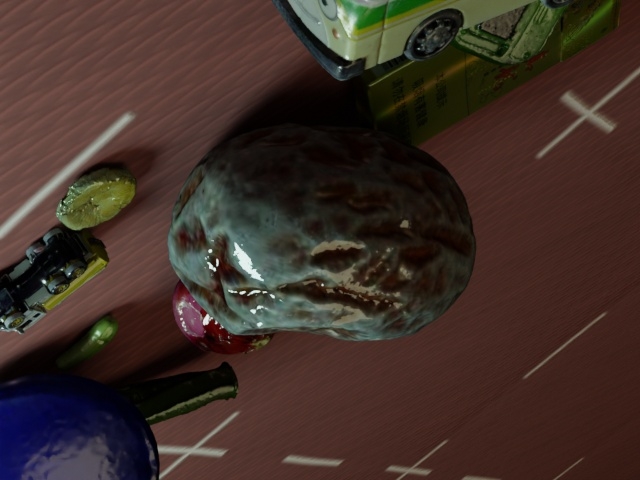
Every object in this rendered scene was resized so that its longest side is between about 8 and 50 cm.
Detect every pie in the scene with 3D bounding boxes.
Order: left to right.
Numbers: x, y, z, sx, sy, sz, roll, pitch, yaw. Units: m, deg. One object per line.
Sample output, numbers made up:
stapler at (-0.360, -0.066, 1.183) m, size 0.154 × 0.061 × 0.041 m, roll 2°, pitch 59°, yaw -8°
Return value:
pie at (-0.213, -0.040, 1.578) m, size 0.084 × 0.020 × 0.084 m, roll -26°, pitch 155°, yaw -13°

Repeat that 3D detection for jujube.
jujube at (-0.002, -0.009, 1.656) m, size 0.247 × 0.215 × 0.308 m, roll -1°, pitch 176°, yaw 40°

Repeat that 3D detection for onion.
onion at (-0.094, 0.063, 1.800) m, size 0.131 × 0.131 × 0.131 m, roll -27°, pitch 155°, yaw -14°

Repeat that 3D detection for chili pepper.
chili pepper at (-0.267, 0.219, 1.931) m, size 0.359 × 0.076 × 0.085 m, roll -20°, pitch -171°, yaw -15°

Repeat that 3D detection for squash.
squash at (-0.253, 0.114, 1.808) m, size 0.089 × 0.027 × 0.027 m, roll -41°, pitch 155°, yaw 19°

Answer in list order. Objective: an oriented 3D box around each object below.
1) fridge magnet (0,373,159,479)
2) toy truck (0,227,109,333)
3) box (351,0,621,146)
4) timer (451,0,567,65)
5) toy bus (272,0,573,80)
fridge magnet at (-0.307, 0.256, 1.815) m, size 0.266 × 0.112 × 0.265 m, roll -8°, pitch 121°, yaw -14°
toy truck at (-0.266, 0.039, 1.619) m, size 0.123 × 0.052 × 0.063 m, roll -38°, pitch 162°, yaw 6°
box at (0.178, -0.205, 1.726) m, size 0.311 × 0.043 × 0.173 m, roll -30°, pitch 155°, yaw -8°
timer at (0.181, -0.238, 1.604) m, size 0.128 × 0.047 × 0.140 m, roll 17°, pitch 112°, yaw -34°
toy bus at (0.114, -0.274, 1.401) m, size 0.305 × 0.143 × 0.179 m, roll -23°, pitch 151°, yaw -20°
